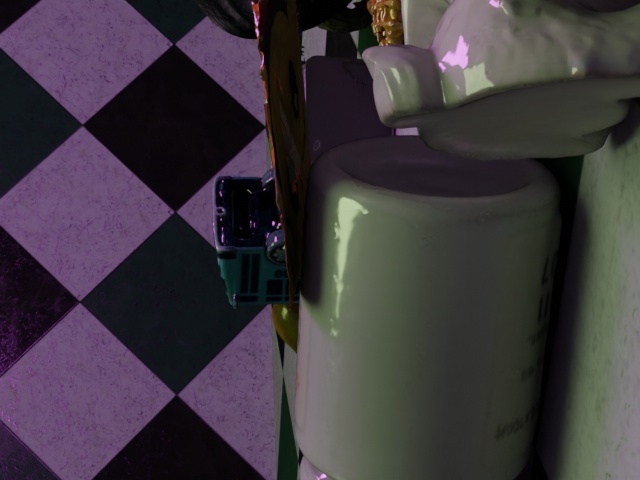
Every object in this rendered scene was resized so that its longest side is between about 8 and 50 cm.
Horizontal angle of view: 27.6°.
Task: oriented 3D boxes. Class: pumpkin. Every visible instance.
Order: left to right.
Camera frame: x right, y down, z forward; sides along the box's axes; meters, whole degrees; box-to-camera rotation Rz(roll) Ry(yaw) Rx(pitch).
[{"bbox_3d":[-0.040,-0.391,1.872,0.296,0.296,0.295,180,90,-82],"label":"pumpkin"}]

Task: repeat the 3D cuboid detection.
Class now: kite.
[{"bbox_3d":[-0.026,-0.105,1.127,0.327,0.013,0.377,73,-166,-61],"label":"kite"}]

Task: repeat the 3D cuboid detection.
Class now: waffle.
[{"bbox_3d":[0.090,-0.333,1.686,0.191,0.038,0.191,-179,90,-82],"label":"waffle"}]

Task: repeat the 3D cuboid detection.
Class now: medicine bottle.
[{"bbox_3d":[0.083,0.112,1.111,0.211,0.211,0.371,-109,21,-68],"label":"medicine bottle"}]

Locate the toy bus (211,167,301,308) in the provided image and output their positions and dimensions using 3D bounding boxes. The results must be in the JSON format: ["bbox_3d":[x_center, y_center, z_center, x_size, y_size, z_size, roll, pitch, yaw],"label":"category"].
[{"bbox_3d":[0.000,0.000,1.552,0.147,0.256,0.128,95,172,-50],"label":"toy bus"}]

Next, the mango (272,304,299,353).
[{"bbox_3d":[0.011,0.102,1.721,0.176,0.119,0.317,66,-166,5],"label":"mango"}]

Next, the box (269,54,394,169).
[{"bbox_3d":[0.022,-0.137,1.796,0.135,0.163,0.243,137,134,-67],"label":"box"}]

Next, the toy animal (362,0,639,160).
[{"bbox_3d":[0.121,-0.201,0.853,0.271,0.206,0.265,122,144,-80],"label":"toy animal"}]
